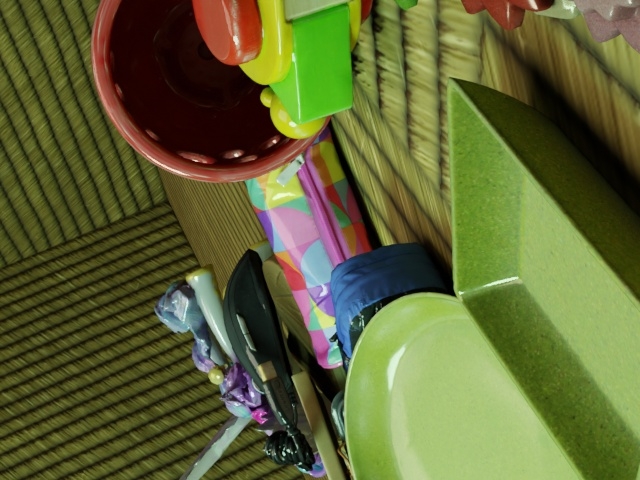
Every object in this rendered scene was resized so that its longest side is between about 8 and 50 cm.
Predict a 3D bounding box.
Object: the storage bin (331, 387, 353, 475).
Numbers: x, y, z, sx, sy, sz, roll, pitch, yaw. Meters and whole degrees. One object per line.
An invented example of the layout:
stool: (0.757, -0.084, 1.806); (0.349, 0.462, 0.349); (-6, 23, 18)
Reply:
storage bin: (0.076, 0.218, 1.117); (0.091, 0.098, 0.135); (20, 133, 62)

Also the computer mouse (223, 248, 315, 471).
computer mouse: (-0.069, 0.132, 1.170); (0.184, 0.060, 0.262); (69, -175, -79)

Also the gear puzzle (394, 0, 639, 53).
gear puzzle: (0.029, -0.177, 0.458); (0.339, 0.044, 0.175); (31, 144, 56)

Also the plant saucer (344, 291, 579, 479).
plant saucer: (0.104, 0.151, 0.745); (0.241, 0.037, 0.241); (19, 114, 51)

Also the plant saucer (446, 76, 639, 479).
plant saucer: (0.130, 0.030, 0.546); (0.188, 0.045, 0.188); (80, 164, -50)

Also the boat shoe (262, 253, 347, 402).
boat shoe: (0.017, 0.101, 1.206); (0.104, 0.089, 0.285); (40, 159, 35)

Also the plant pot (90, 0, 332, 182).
plant pot: (-0.083, -0.149, 0.860); (0.174, 0.191, 0.191); (-130, 18, -78)

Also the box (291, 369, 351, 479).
box: (0.018, 0.256, 1.198); (0.164, 0.021, 0.201); (72, 178, -69)

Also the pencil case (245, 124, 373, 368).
pencil case: (0.000, 0.000, 1.002); (0.236, 0.104, 0.104); (67, 170, -7)

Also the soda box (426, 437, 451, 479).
soda box: (0.125, 0.210, 0.899); (0.216, 0.069, 0.074); (89, 156, -65)

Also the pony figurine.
pony figurine: (-0.089, 0.203, 1.483); (0.363, 0.303, 0.351); (64, -152, -1)

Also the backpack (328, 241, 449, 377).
backpack: (0.051, 0.056, 0.858); (0.120, 0.098, 0.101); (78, 169, -50)

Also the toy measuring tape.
toy measuring tape: (-0.030, -0.215, 0.680); (0.121, 0.121, 0.330); (-125, 24, -49)
